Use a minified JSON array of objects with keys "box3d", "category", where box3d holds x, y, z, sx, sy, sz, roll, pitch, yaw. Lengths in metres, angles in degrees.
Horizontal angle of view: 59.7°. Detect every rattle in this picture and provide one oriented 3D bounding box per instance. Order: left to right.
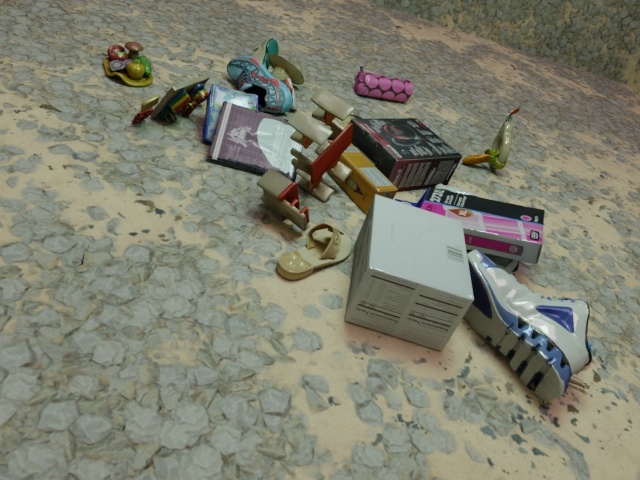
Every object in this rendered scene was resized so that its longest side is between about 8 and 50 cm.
[{"box3d":[0.551,-0.338,1.805,0.143,0.199,0.130,12,12,15],"category":"rattle"}]

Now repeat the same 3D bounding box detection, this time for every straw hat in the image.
[{"box3d":[-0.129,-0.536,1.824,0.144,0.144,0.061,30,77,12],"category":"straw hat"}]

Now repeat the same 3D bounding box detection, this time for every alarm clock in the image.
[{"box3d":[0.095,-0.331,1.670,0.192,0.064,0.129,9,37,-12],"category":"alarm clock"}]

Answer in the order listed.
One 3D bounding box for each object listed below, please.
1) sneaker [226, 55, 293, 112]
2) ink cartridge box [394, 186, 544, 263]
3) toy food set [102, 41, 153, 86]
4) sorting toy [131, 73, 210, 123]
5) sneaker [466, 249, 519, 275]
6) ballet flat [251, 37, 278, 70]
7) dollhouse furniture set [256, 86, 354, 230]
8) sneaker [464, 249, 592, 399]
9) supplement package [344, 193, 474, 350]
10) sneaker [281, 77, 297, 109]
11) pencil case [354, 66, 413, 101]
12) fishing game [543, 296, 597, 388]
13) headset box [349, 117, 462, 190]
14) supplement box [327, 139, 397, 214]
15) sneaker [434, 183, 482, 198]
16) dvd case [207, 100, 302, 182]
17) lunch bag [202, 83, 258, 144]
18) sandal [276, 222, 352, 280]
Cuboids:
[{"box3d":[-0.205,-0.470,1.668,0.262,0.104,0.125,39,41,24],"category":"sneaker"},{"box3d":[0.342,-0.049,1.349,0.371,0.069,0.176,11,33,17],"category":"ink cartridge box"},{"box3d":[-0.545,-0.517,1.581,0.128,0.071,0.218,-3,41,-30],"category":"toy food set"},{"box3d":[-0.355,-0.353,1.425,0.046,0.132,0.274,54,43,-5],"category":"sorting toy"},{"box3d":[0.428,0.000,1.389,0.132,0.086,0.228,23,36,7],"category":"sneaker"},{"box3d":[-0.205,-0.631,1.908,0.086,0.086,0.248,18,36,-5],"category":"ballet flat"},{"box3d":[-0.008,-0.161,1.258,0.135,0.262,0.259,36,71,16],"category":"dollhouse furniture set"},{"box3d":[0.424,0.152,1.128,0.182,0.127,0.315,-18,57,-26],"category":"sneaker"},{"box3d":[0.176,0.057,1.129,0.204,0.145,0.262,18,36,-4],"category":"supplement package"},{"box3d":[-0.111,-0.452,1.748,0.065,0.061,0.158,-14,41,-2],"category":"sneaker"},{"box3d":[0.227,-0.562,2.026,0.209,0.095,0.098,6,22,-24],"category":"pencil case"},{"box3d":[0.505,0.198,1.205,0.189,0.041,0.264,20,35,3],"category":"fishing game"},{"box3d":[0.216,-0.248,1.583,0.293,0.110,0.218,-10,45,-36],"category":"headset box"},{"box3d":[0.096,-0.167,1.445,0.080,0.078,0.233,-4,43,-36],"category":"supplement box"},{"box3d":[0.391,-0.127,1.564,0.152,0.053,0.061,18,33,-3],"category":"sneaker"},{"box3d":[-0.154,-0.245,1.395,0.221,0.018,0.164,15,70,-11],"category":"dvd case"},{"box3d":[-0.235,-0.310,1.451,0.129,0.096,0.151,8,67,-18],"category":"lunch bag"},{"box3d":[0.005,0.004,1.169,0.088,0.079,0.240,36,38,20],"category":"sandal"}]
